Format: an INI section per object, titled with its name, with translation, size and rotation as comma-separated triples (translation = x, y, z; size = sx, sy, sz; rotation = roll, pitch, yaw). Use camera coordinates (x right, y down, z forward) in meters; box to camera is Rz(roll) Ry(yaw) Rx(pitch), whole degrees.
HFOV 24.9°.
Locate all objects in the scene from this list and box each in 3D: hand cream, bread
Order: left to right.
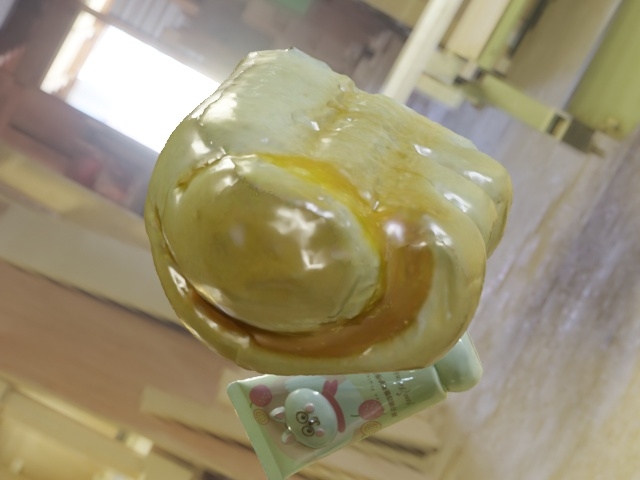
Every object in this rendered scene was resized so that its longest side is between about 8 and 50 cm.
[bread]
translation = 0.000, 0.000, 1.246
size = 0.341, 0.300, 0.210
rotation = -67, -1, -66
[hand cream]
translation = 0.048, 0.187, 1.807
size = 0.306, 0.147, 0.093
rotation = -22, 15, 8
